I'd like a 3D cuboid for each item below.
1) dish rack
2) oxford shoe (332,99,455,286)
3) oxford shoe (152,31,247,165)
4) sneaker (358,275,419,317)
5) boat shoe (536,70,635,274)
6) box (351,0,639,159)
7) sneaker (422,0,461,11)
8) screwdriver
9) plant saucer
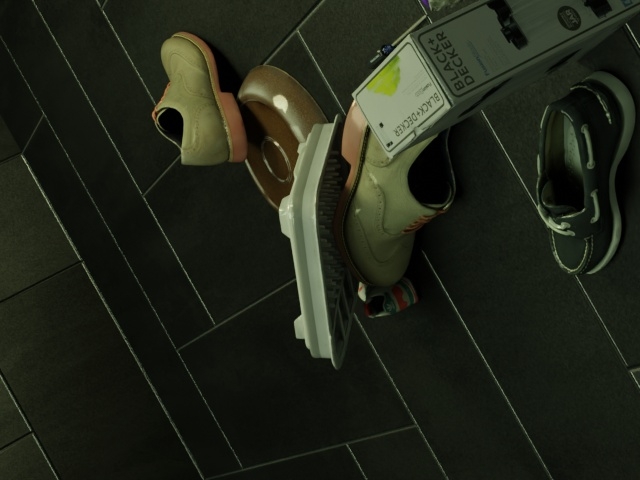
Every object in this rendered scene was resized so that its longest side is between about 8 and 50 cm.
[{"bbox_3d":[0.000,0.000,2.094,0.072,0.285,0.333,1,125,11],"label":"dish rack"},{"bbox_3d":[0.113,-0.053,1.970,0.146,0.140,0.397,33,148,27],"label":"oxford shoe"},{"bbox_3d":[-0.236,-0.253,2.362,0.348,0.130,0.123,-121,24,-47],"label":"oxford shoe"},{"bbox_3d":[0.090,0.091,2.223,0.161,0.075,0.057,5,120,60],"label":"sneaker"},{"bbox_3d":[0.304,-0.066,1.646,0.114,0.091,0.302,38,146,40],"label":"boat shoe"},{"bbox_3d":[0.194,-0.207,1.475,0.087,0.290,0.169,59,155,4],"label":"box"},{"bbox_3d":[0.135,-0.422,1.604,0.146,0.102,0.293,43,145,42],"label":"sneaker"},{"bbox_3d":[0.107,-0.274,1.885,0.170,0.024,0.025,155,116,-63],"label":"screwdriver"},{"bbox_3d":[-0.059,-0.144,2.298,0.310,0.050,0.310,44,151,32],"label":"plant saucer"}]
